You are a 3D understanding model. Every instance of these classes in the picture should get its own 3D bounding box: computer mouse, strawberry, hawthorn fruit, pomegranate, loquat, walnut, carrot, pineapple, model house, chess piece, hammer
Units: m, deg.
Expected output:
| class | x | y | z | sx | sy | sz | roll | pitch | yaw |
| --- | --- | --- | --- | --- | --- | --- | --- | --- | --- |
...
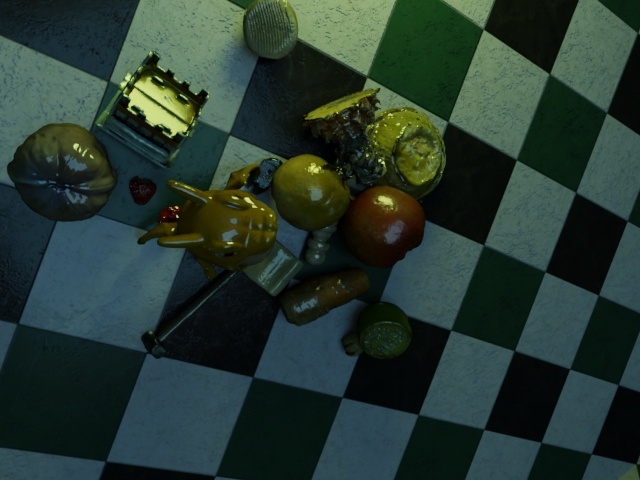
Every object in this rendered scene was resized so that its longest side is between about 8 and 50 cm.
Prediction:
| class | x | y | z | sx | sy | sz | roll | pitch | yaw |
| --- | --- | --- | --- | --- | --- | --- | --- | --- | --- |
| computer mouse | -0.170 | -0.200 | 1.549 | 0.135 | 0.047 | 0.079 | -44 | 101 | 2 |
| strawberry | -0.501 | -0.136 | 1.414 | 0.074 | 0.073 | 0.083 | 6 | 110 | -23 |
| hawthorn fruit | 0.179 | -0.065 | 1.602 | 0.298 | 0.277 | 0.277 | 42 | 82 | -7 |
| pomegranate | 0.200 | 0.313 | 1.741 | 0.190 | 0.159 | 0.240 | 22 | 118 | -16 |
| loquat | -0.023 | -0.146 | 1.492 | 0.244 | 0.244 | 0.243 | -4 | 100 | -22 |
| walnut | -0.640 | -0.170 | 1.263 | 0.249 | 0.248 | 0.248 | -4 | 100 | -22 |
| carrot | 0.010 | 0.173 | 1.646 | 0.302 | 0.139 | 0.138 | -24 | 107 | -24 |
| pineapple | 0.104 | -0.295 | 1.550 | 0.263 | 0.262 | 0.271 | -30 | 112 | -15 |
| model house | -0.436 | -0.330 | 1.326 | 0.224 | 0.215 | 0.198 | 33 | 54 | -25 |
| chess piece | 0.000 | 0.000 | 1.634 | 0.094 | 0.094 | 0.170 | 9 | 100 | -24 |
| hammer | -0.378 | 0.200 | 1.515 | 0.365 | 0.111 | 0.043 | -43 | 121 | -18 |

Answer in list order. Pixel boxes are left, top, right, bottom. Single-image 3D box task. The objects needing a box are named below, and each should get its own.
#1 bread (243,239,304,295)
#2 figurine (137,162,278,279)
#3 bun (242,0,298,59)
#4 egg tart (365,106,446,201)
| class | x | y | z | sx | sy | sz | roll | pitch | yaw |
| --- | --- | --- | --- | --- | --- | --- | --- | --- | --- |
| bread | -0.150 | 0.078 | 1.558 | 0.148 | 0.134 | 0.141 | 43 | 86 | -11 |
| figurine | -0.293 | -0.030 | 1.350 | 0.401 | 0.387 | 0.267 | -24 | 93 | -11 |
| bun | -0.144 | -0.621 | 1.451 | 0.167 | 0.113 | 0.173 | 16 | 116 | -19 |
| egg tart | 0.299 | -0.281 | 1.686 | 0.346 | 0.132 | 0.345 | -4 | 100 | -24 |
